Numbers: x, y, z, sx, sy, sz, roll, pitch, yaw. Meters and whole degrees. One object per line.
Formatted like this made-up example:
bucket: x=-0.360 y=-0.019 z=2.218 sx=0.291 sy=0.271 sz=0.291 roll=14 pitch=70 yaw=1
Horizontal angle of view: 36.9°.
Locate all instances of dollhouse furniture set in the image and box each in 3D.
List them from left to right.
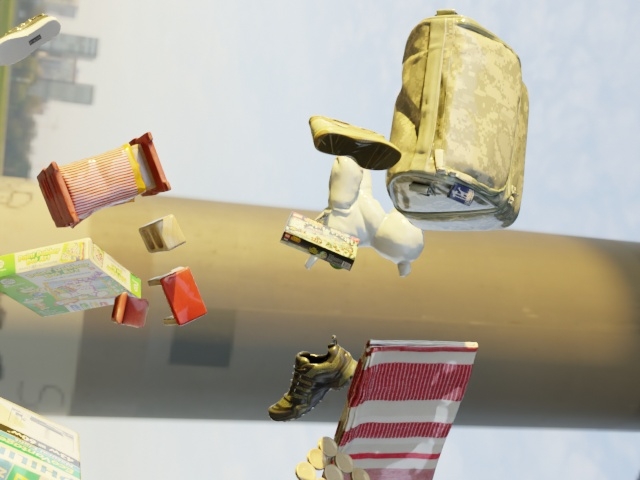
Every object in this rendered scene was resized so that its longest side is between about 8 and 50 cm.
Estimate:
dollhouse furniture set: x=-0.361 y=0.005 z=1.810 sx=0.152 sy=0.201 sz=0.374 roll=-8 pitch=-75 yaw=62

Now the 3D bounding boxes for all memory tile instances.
memory tile: x=0.033 y=0.388 z=1.527 sx=0.012 sy=0.148 sz=0.113 roll=-48 pitch=175 yaw=37

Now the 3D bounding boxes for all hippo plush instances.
hippo plush: x=0.125 y=-0.059 z=2.119 sx=0.294 sy=0.236 sz=0.234 roll=-58 pitch=162 yaw=-71

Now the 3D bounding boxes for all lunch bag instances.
lunch bag: x=0.209 y=-0.179 z=1.534 sx=0.256 sy=0.212 sz=0.305 roll=37 pitch=58 yaw=-60

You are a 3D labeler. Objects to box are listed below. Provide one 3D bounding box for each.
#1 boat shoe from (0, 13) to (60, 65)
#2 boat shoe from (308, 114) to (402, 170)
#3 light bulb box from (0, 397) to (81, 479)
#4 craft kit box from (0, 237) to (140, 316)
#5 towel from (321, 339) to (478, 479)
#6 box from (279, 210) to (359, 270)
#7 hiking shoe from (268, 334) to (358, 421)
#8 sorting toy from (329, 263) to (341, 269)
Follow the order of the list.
boat shoe: x=-0.507 y=-0.341 z=1.625 sx=0.040 sy=0.142 sz=0.049 roll=33 pitch=-36 yaw=30
boat shoe: x=0.050 y=-0.139 z=1.352 sx=0.056 sy=0.153 sz=0.048 roll=-51 pitch=-136 yaw=36
light bulb box: x=-0.543 y=0.449 z=1.471 sx=0.358 sy=0.225 sz=0.361 roll=-64 pitch=-166 yaw=-5
craft kit box: x=-0.553 y=0.085 z=2.077 sx=0.247 sy=0.249 sz=0.061 roll=56 pitch=26 yaw=-59
towel: x=0.142 y=0.326 z=1.718 sx=0.037 sy=0.237 sz=0.329 roll=49 pitch=-51 yaw=54
box: x=0.000 y=0.000 z=1.729 sx=0.094 sy=0.137 sz=0.027 roll=-75 pitch=-172 yaw=-66
hiking shoe: x=-0.032 y=0.297 z=2.066 sx=0.114 sy=0.227 sz=0.086 roll=54 pitch=5 yaw=-8
sorting toy: x=0.052 y=0.018 z=2.380 sx=0.042 sy=0.061 sz=0.102 roll=-38 pitch=126 yaw=-64
